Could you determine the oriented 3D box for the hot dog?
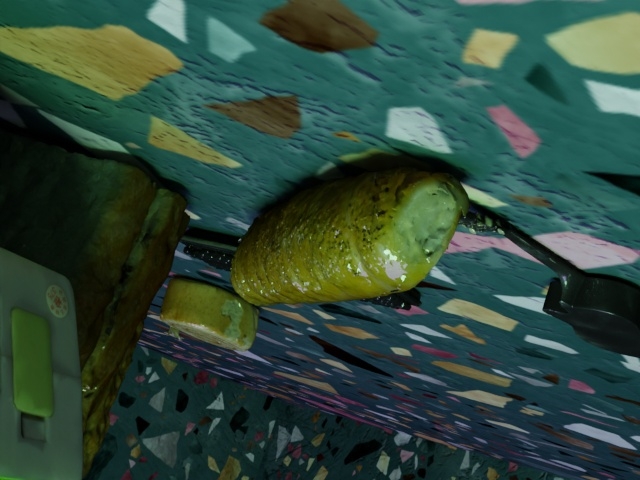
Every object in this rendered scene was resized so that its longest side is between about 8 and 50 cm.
[{"bbox_3d":[-0.001,0.001,0.582,0.068,0.083,0.289,43,160,-13],"label":"hot dog"}]

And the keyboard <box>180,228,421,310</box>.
[{"bbox_3d":[-0.024,0.027,0.818,0.230,0.025,0.094,11,167,30],"label":"keyboard"}]

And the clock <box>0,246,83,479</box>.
[{"bbox_3d":[-0.333,0.087,0.501,0.309,0.166,0.235,-18,155,16],"label":"clock"}]

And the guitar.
[{"bbox_3d":[0.163,0.031,0.575,0.233,0.025,0.088,28,165,-35],"label":"guitar"}]

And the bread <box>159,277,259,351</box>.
[{"bbox_3d":[-0.144,0.106,1.191,0.122,0.073,0.149,6,161,38],"label":"bread"}]

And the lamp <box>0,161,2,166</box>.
[{"bbox_3d":[-0.316,-0.065,0.579,0.185,0.161,0.161,10,165,17],"label":"lamp"}]

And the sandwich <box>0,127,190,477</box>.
[{"bbox_3d":[-0.295,0.034,0.712,0.325,0.262,0.131,14,160,20],"label":"sandwich"}]
